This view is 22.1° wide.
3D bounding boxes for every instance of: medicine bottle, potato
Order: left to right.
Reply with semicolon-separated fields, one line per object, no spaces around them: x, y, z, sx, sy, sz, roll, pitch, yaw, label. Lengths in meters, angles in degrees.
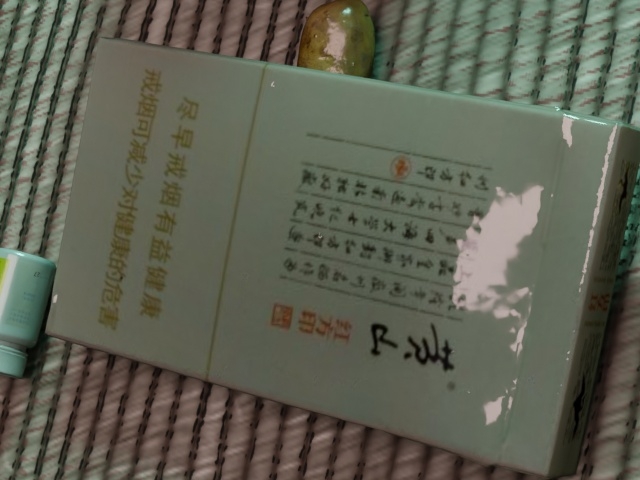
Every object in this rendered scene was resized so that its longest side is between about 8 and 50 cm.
-0.212;0.049;1.113;0.047;0.047;0.083;9;78;30;medicine bottle
0.010;-0.115;1.049;0.051;0.040;0.083;9;82;19;potato

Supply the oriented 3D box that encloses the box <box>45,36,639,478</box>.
0.001;0.000;0.992;0.365;0.051;0.204;13;93;31;box
